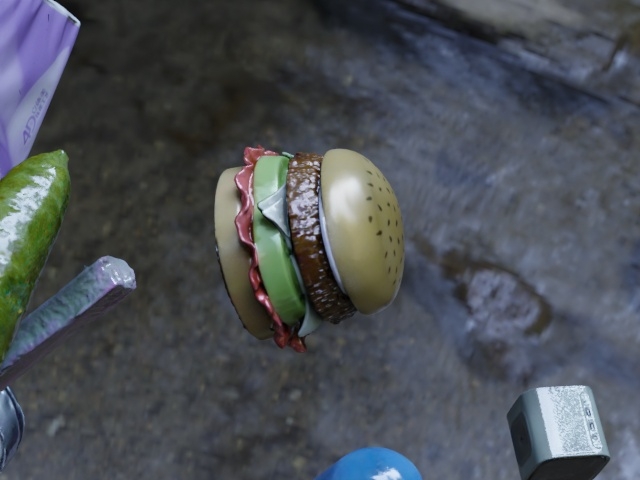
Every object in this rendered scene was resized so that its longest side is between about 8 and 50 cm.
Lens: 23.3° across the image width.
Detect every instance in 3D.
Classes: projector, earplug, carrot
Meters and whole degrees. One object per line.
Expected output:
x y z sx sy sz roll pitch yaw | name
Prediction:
0.249 0.207 1.635 0.083 0.083 0.082 -1 58 -15 | projector
0.020 0.298 1.605 0.132 0.273 0.132 13 56 -19 | earplug
-0.225 0.090 0.862 0.074 0.074 0.358 22 60 6 | carrot

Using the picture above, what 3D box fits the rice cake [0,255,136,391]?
-0.236 0.082 1.277 0.036 0.206 0.047 60 18 23 | rice cake

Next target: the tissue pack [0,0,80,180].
-0.350 -0.063 1.109 0.242 0.160 0.338 19 86 17 | tissue pack

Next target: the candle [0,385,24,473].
-0.551 0.298 2.054 0.221 0.221 0.342 22 33 6 | candle

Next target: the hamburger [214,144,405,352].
-0.001 -0.003 1.269 0.137 0.175 0.175 -14 45 14 | hamburger
